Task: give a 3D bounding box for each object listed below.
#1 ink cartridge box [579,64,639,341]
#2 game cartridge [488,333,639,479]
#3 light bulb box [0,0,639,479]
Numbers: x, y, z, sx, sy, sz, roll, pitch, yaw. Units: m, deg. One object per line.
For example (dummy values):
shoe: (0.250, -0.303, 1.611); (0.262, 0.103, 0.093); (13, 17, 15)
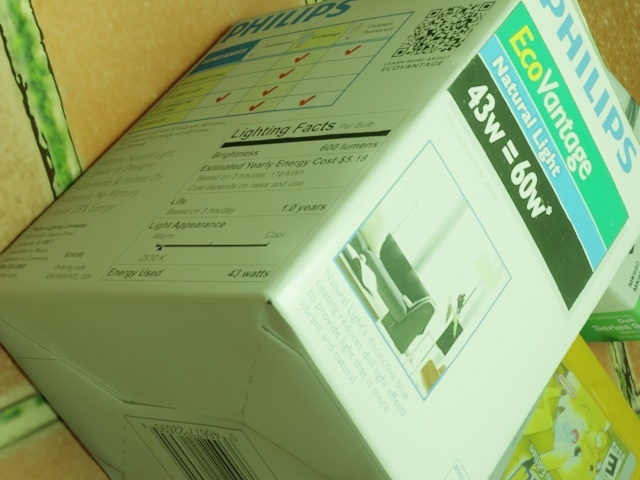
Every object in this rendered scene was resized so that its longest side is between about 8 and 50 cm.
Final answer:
ink cartridge box: (0.276, -0.050, 1.393); (0.289, 0.121, 0.211); (39, 61, -34)
game cartridge: (0.234, 0.270, 1.383); (0.285, 0.052, 0.324); (50, 55, -29)
light bulb box: (0.000, 0.000, 0.967); (0.361, 0.358, 0.225); (-50, 122, -32)
